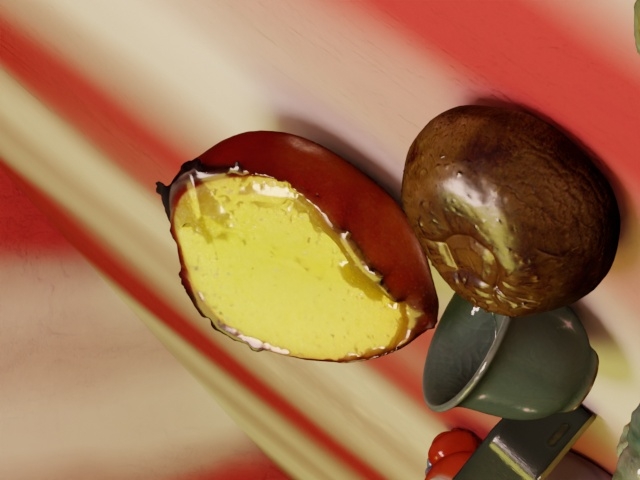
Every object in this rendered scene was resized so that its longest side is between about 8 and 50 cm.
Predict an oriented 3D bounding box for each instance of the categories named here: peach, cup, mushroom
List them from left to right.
[{"bbox_3d":[0.000,0.000,1.575,0.362,0.201,0.257,20,125,20],"label":"peach"},{"bbox_3d":[0.174,-0.018,1.237,0.231,0.138,0.194,46,162,-16],"label":"mushroom"},{"bbox_3d":[0.226,0.126,1.463,0.150,0.199,0.199,26,166,-11],"label":"cup"}]

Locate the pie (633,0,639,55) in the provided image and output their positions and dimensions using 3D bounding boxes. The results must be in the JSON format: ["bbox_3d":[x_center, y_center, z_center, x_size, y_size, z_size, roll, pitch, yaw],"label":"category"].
[{"bbox_3d":[0.333,-0.095,0.833,0.302,0.067,0.302,37,162,14],"label":"pie"}]

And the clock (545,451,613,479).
[{"bbox_3d":[0.388,0.429,1.920,0.296,0.113,0.322,26,156,42],"label":"clock"}]

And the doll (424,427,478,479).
[{"bbox_3d":[0.220,0.403,2.072,0.130,0.290,0.161,6,131,-9],"label":"doll"}]

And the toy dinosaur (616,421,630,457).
[{"bbox_3d":[0.400,0.221,1.317,0.092,0.205,0.393,19,148,-12],"label":"toy dinosaur"}]

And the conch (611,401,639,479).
[{"bbox_3d":[0.381,0.159,1.157,0.195,0.277,0.220,29,-140,-61],"label":"conch"}]

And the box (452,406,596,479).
[{"bbox_3d":[0.260,0.279,1.723,0.090,0.144,0.201,41,148,13],"label":"box"}]
